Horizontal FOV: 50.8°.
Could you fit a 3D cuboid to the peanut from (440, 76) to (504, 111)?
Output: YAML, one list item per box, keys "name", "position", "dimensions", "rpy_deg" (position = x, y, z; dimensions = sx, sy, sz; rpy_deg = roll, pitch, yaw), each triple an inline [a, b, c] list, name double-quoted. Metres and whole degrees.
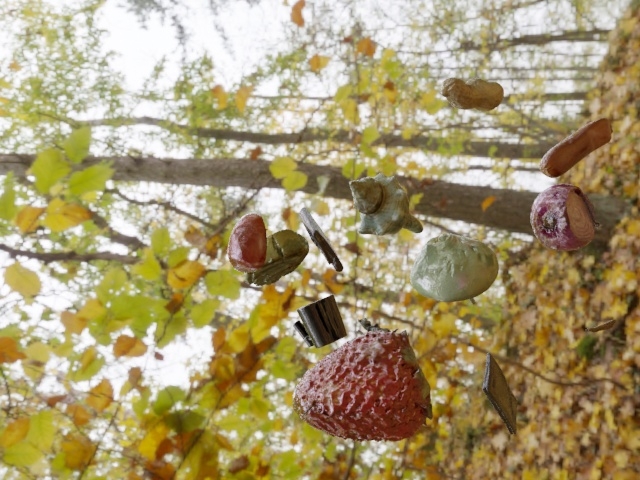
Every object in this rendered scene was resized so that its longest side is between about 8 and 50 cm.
- name: "peanut"
  position: [0.468, -0.452, 2.084]
  dimensions: [0.228, 0.086, 0.104]
  rpy_deg: [-4, -95, -25]

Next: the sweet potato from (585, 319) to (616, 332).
- name: "sweet potato"
  position: [0.949, 0.292, 2.270]
  dimensions: [0.026, 0.115, 0.026]
  rpy_deg: [164, 90, -79]

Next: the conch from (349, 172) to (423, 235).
- name: "conch"
  position: [0.206, -0.083, 2.137]
  dimensions: [0.386, 0.203, 0.169]
  rpy_deg: [43, -151, -33]

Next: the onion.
- name: "onion"
  position: [0.750, -0.067, 2.119]
  dimensions: [0.207, 0.201, 0.200]
  rpy_deg: [56, -140, -18]

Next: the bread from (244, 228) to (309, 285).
- name: "bread"
  position: [-0.167, 0.056, 2.367]
  dimensions: [0.186, 0.257, 0.124]
  rpy_deg: [29, -144, -61]

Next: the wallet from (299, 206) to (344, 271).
- name: "wallet"
  position: [0.000, 0.000, 2.198]
  dimensions: [0.182, 0.049, 0.229]
  rpy_deg: [58, 179, -25]

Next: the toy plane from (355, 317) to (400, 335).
- name: "toy plane"
  position: [0.236, 0.350, 2.475]
  dimensions: [0.262, 0.192, 0.088]
  rpy_deg: [-9, -40, -47]

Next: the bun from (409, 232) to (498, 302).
- name: "bun"
  position: [0.422, 0.066, 2.148]
  dimensions: [0.283, 0.283, 0.179]
  rpy_deg: [-52, -46, -49]

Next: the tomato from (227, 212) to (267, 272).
- name: "tomato"
  position: [-0.227, 0.006, 1.978]
  dimensions: [0.082, 0.166, 0.174]
  rpy_deg: [3, -99, -32]

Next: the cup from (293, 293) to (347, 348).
- name: "cup"
  position: [0.000, 0.334, 2.750]
  dimensions: [0.166, 0.239, 0.177]
  rpy_deg: [-22, -94, -22]

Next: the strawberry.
- name: "strawberry"
  position: [0.097, 0.378, 1.665]
  dimensions: [0.292, 0.343, 0.292]
  rpy_deg: [161, 90, -88]

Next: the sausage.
- name: "sausage"
  position: [0.831, -0.303, 2.192]
  dimensions: [0.300, 0.083, 0.089]
  rpy_deg: [-33, -80, -15]

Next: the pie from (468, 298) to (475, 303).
- name: "pie"
  position: [0.552, 0.206, 2.518]
  dimensions: [0.020, 0.084, 0.084]
  rpy_deg: [-38, -34, 3]

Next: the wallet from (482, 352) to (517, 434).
- name: "wallet"
  position: [0.505, 0.427, 1.874]
  dimensions: [0.244, 0.025, 0.124]
  rpy_deg: [54, -143, -35]
